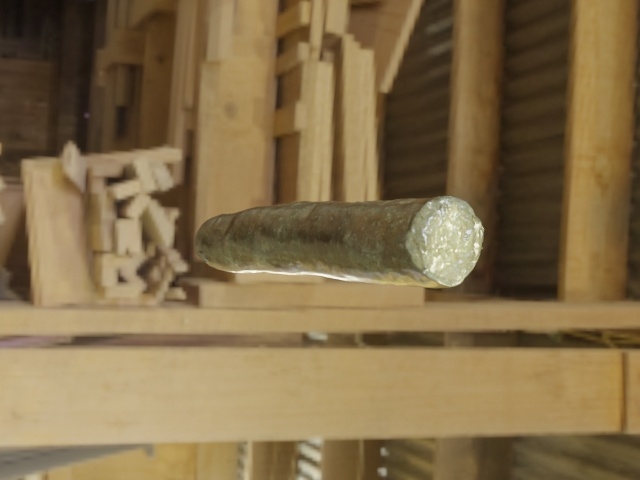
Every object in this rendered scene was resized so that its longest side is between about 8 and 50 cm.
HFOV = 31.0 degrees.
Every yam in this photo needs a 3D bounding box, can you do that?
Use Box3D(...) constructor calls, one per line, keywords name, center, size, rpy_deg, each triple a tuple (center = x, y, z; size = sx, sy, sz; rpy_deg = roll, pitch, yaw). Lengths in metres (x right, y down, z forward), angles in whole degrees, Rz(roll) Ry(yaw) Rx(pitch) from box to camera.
Box3D(name="yam", center=(0.000, 0.000, 0.810), size=(0.274, 0.061, 0.061), rpy_deg=(1, -92, 53))
